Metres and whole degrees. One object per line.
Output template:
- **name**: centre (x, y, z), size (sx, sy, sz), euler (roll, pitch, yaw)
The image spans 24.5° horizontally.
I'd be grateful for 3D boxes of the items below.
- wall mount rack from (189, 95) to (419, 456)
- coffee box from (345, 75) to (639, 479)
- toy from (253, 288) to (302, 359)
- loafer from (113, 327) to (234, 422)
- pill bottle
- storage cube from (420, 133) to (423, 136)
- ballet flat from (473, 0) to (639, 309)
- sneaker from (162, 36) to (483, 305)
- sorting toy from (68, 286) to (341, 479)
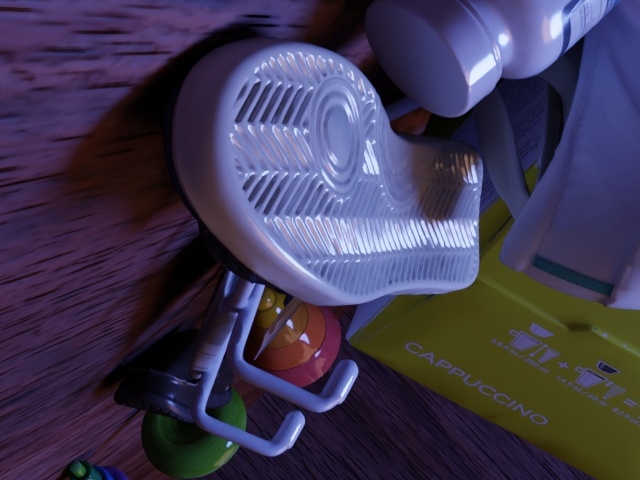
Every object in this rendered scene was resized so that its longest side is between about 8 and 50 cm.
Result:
- **wall mount rack**: centre (-0.001, 0.006, 1.177), size (0.350, 0.130, 0.304), euler (125, -13, -69)
- **coffee box**: centre (0.273, -0.026, 1.242), size (0.338, 0.337, 0.334), euler (-48, -163, 54)
- **toy**: centre (0.000, 0.000, 1.475), size (0.237, 0.056, 0.137), euler (-47, 173, -26)
- **loafer**: centre (-0.133, 0.119, 1.382), size (0.220, 0.080, 0.078), euler (0, 103, -81)
- **pill bottle**: centre (0.114, -0.157, 0.846), size (0.180, 0.108, 0.108), euler (-42, 174, -20)
- **storage cube**: centre (0.132, 0.005, 1.761), size (0.215, 0.193, 0.184), euler (-43, 174, -6)
- **ballet flat**: centre (0.163, -0.135, 0.957), size (0.139, 0.139, 0.400), euler (-50, -152, 47)
- **sneaker**: centre (-0.025, -0.025, 0.831), size (0.350, 0.148, 0.131), euler (23, 71, -65)
- **sorting toy**: centre (-0.142, 0.169, 1.649), size (0.365, 0.127, 0.126), euler (-41, 145, -9)
